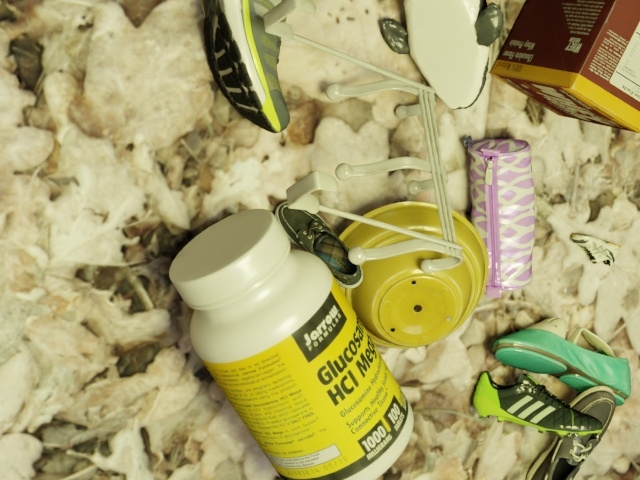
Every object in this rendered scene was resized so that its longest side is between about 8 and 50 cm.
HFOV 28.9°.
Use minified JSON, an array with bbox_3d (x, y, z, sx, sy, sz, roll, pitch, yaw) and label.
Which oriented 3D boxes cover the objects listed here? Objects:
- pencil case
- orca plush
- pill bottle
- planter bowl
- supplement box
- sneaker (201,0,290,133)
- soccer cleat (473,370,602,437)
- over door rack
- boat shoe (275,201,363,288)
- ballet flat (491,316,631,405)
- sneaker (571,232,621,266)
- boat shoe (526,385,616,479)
[{"bbox_3d":[0.238,-0.036,1.633,0.086,0.088,0.206,-1,109,17],"label":"pencil case"},{"bbox_3d":[0.144,-0.311,1.547,0.151,0.102,0.287,-25,107,32],"label":"orca plush"},{"bbox_3d":[-0.038,0.135,1.500,0.188,0.188,0.334,-36,115,-12],"label":"pill bottle"},{"bbox_3d":[0.116,0.067,1.566,0.217,0.090,0.217,-3,119,-6],"label":"planter bowl"},{"bbox_3d":[0.351,-0.259,1.571,0.129,0.191,0.194,26,91,-27],"label":"supplement box"},{"bbox_3d":[-0.070,-0.269,1.433,0.121,0.111,0.299,-22,113,-23],"label":"sneaker"},{"bbox_3d":[0.298,0.224,1.702,0.179,0.060,0.072,11,91,15],"label":"soccer cleat"},{"bbox_3d":[0.038,-0.106,1.423,0.324,0.108,0.239,24,52,-52],"label":"over door rack"},{"bbox_3d":[0.000,0.000,1.525,0.049,0.040,0.142,-43,77,-13],"label":"boat shoe"},{"bbox_3d":[0.340,0.157,1.744,0.247,0.083,0.087,24,64,-27],"label":"ballet flat"},{"bbox_3d":[0.385,0.014,1.744,0.083,0.032,0.036,17,95,-26],"label":"sneaker"},{"bbox_3d":[0.362,0.298,1.751,0.075,0.065,0.206,17,117,-20],"label":"boat shoe"}]
